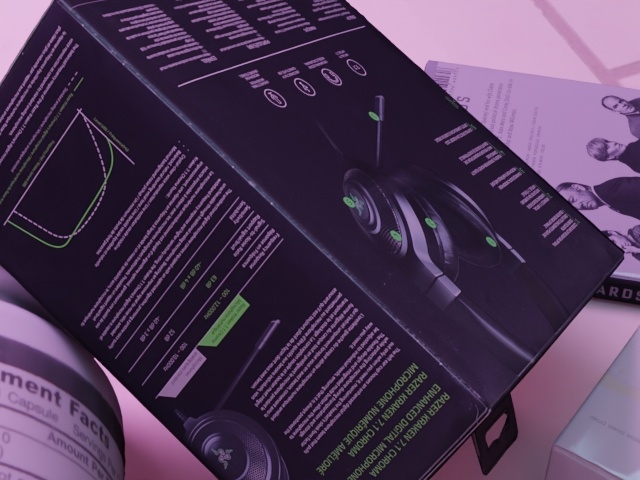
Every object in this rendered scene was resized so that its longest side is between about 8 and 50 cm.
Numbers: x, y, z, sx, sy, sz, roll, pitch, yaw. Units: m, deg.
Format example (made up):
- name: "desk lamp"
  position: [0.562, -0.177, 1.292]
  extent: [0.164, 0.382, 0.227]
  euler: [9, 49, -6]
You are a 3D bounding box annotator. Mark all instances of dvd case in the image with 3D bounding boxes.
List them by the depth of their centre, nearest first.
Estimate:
- name: "dvd case"
  position: [0.171, -0.038, 0.964]
  extent: [0.239, 0.029, 0.179]
  euler: [9, 48, 9]

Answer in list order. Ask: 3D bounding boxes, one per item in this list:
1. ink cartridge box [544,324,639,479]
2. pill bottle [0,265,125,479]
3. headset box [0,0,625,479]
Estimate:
- name: "ink cartridge box"
  position: [0.181, 0.118, 0.776]
  extent: [0.090, 0.092, 0.143]
  euler: [28, 53, 24]
- name: "pill bottle"
  position: [-0.193, 0.151, 0.673]
  extent: [0.204, 0.204, 0.361]
  euler: [-4, 47, -3]
- name: "headset box"
  position: [0.000, 0.000, 0.749]
  extent: [0.283, 0.131, 0.246]
  euler: [43, 28, 7]
